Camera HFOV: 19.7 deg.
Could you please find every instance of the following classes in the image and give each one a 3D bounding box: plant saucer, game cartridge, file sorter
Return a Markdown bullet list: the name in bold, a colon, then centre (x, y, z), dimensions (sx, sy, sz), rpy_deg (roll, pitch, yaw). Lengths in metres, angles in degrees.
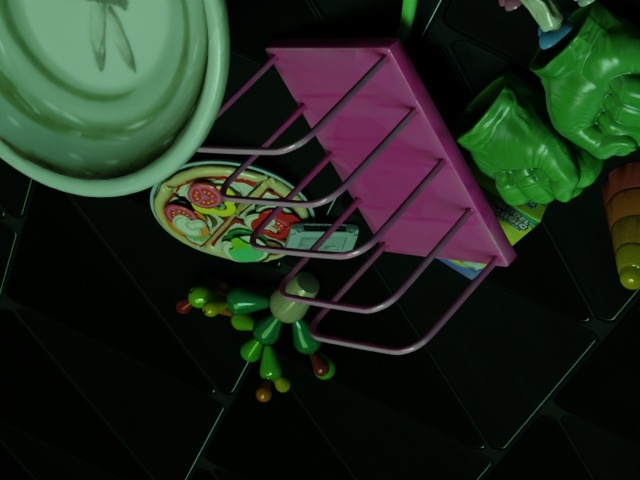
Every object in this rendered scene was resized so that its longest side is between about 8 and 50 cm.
- **plant saucer**: centre (-0.245, -0.247, 1.906), dimensions (0.400, 0.100, 0.401), rpy_deg (13, 117, 27)
- **game cartridge**: centre (0.000, 0.000, 2.190), dimensions (0.083, 0.017, 0.056), rpy_deg (1, 143, -14)
- **file sorter**: centre (0.027, -0.043, 1.933), dimensions (0.202, 0.182, 0.291), rpy_deg (7, 136, 50)

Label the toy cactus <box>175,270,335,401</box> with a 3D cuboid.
- **toy cactus**: centre (-0.065, 0.105, 2.329), dimensions (0.219, 0.112, 0.180), rpy_deg (37, 133, -3)

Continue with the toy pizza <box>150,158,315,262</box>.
- **toy pizza**: centre (-0.106, -0.027, 2.196), dimensions (0.201, 0.032, 0.201), rpy_deg (6, 146, 4)

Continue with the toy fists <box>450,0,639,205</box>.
- **toy fists**: centre (0.251, -0.123, 1.850), dimensions (0.142, 0.096, 0.279), rpy_deg (33, 142, -12)

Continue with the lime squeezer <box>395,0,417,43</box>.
- **lime squeezer**: centre (0.058, -0.298, 1.773), dimensions (0.110, 0.059, 0.310), rpy_deg (-2, 137, 31)

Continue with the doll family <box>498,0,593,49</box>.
- **doll family**: centre (0.176, -0.288, 1.637), dimensions (0.118, 0.263, 0.163), rpy_deg (-38, 108, 5)

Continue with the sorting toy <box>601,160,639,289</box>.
- **sorting toy**: centre (0.382, -0.058, 1.832), dimensions (0.127, 0.126, 0.365), rpy_deg (29, 145, -5)

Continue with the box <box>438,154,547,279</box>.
- **box**: centre (0.177, -0.031, 2.054), dimensions (0.105, 0.043, 0.179), rpy_deg (31, 142, -9)
